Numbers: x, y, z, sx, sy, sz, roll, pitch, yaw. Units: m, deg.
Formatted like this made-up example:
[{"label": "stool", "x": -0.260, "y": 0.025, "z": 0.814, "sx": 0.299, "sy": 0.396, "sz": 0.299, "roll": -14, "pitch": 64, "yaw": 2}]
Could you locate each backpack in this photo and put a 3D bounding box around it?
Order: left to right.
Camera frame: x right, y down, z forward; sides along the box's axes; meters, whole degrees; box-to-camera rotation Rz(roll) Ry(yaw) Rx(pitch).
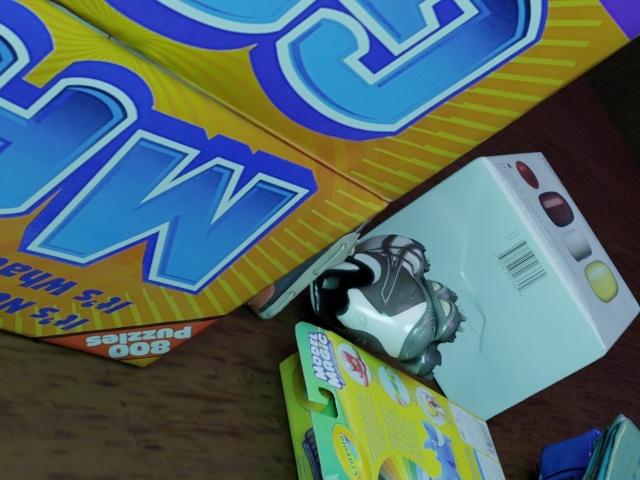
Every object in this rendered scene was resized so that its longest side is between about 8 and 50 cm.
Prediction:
[{"label": "backpack", "x": 0.237, "y": 0.236, "z": 0.829, "sx": 0.101, "sy": 0.098, "sz": 0.120, "roll": 35, "pitch": 43, "yaw": -21}]

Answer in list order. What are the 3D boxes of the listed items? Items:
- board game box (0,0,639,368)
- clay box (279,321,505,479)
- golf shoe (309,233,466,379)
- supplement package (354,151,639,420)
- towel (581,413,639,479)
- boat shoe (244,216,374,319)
[{"label": "board game box", "x": -0.117, "y": -0.210, "z": 0.416, "sx": 0.357, "sy": 0.356, "sz": 0.356, "roll": 26, "pitch": 37, "yaw": -48}, {"label": "clay box", "x": 0.051, "y": 0.150, "z": 0.639, "sx": 0.222, "sy": 0.053, "sz": 0.127, "roll": 33, "pitch": 31, "yaw": -38}, {"label": "golf shoe", "x": 0.034, "y": 0.028, "z": 0.703, "sx": 0.094, "sy": 0.077, "sz": 0.198, "roll": 22, "pitch": 7, "yaw": -17}, {"label": "supplement package", "x": 0.173, "y": 0.036, "z": 0.890, "sx": 0.194, "sy": 0.149, "sz": 0.203, "roll": 59, "pitch": 25, "yaw": 8}, {"label": "towel", "x": 0.279, "y": 0.357, "z": 0.719, "sx": 0.370, "sy": 0.040, "sz": 0.271, "roll": 52, "pitch": 48, "yaw": -13}, {"label": "boat shoe", "x": 0.000, "y": 0.000, "z": 0.643, "sx": 0.043, "sy": 0.137, "sz": 0.049, "roll": 51, "pitch": 1, "yaw": -27}]
